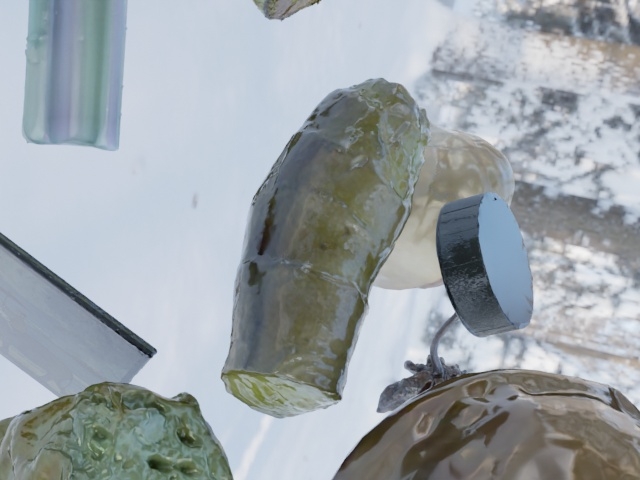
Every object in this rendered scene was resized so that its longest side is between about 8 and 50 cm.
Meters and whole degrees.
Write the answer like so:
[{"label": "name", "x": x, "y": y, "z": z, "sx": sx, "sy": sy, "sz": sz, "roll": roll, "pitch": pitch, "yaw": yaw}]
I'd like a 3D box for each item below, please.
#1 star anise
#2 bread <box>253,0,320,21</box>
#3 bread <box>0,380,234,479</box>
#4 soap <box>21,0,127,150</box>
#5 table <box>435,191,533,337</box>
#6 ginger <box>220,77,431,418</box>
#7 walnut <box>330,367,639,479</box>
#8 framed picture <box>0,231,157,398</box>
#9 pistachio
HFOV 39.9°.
[{"label": "star anise", "x": 0.181, "y": 0.158, "z": 1.193, "sx": 0.227, "sy": 0.218, "sz": 0.148, "roll": 84, "pitch": -15, "yaw": -46}, {"label": "bread", "x": -0.052, "y": -0.424, "z": 1.449, "sx": 0.140, "sy": 0.069, "sz": 0.128, "roll": -32, "pitch": 164, "yaw": -13}, {"label": "bread", "x": -0.223, "y": 0.252, "z": 0.865, "sx": 0.238, "sy": 0.252, "sz": 0.196, "roll": 24, "pitch": 59, "yaw": -46}, {"label": "soap", "x": -0.294, "y": -0.292, "z": 1.064, "sx": 0.208, "sy": 0.115, "sz": 0.347, "roll": -149, "pitch": -117, "yaw": -69}, {"label": "table", "x": 0.158, "y": 0.023, "z": 0.834, "sx": 0.133, "sy": 0.043, "sz": 0.133, "roll": 34, "pitch": 48, "yaw": -49}, {"label": "ginger", "x": 0.000, "y": 0.000, "z": 0.661, "sx": 0.109, "sy": 0.116, "sz": 0.263, "roll": 124, "pitch": -16, "yaw": -73}, {"label": "walnut", "x": 0.121, "y": 0.245, "z": 0.563, "sx": 0.344, "sy": 0.306, "sz": 0.306, "roll": -61, "pitch": 166, "yaw": -14}, {"label": "framed picture", "x": -0.339, "y": 0.099, "z": 1.037, "sx": 0.016, "sy": 0.265, "sz": 0.347, "roll": -55, "pitch": -172, "yaw": -33}, {"label": "pistachio", "x": 0.111, "y": -0.037, "z": 1.113, "sx": 0.318, "sy": 0.193, "sz": 0.214, "roll": 136, "pitch": -55, "yaw": -59}]
